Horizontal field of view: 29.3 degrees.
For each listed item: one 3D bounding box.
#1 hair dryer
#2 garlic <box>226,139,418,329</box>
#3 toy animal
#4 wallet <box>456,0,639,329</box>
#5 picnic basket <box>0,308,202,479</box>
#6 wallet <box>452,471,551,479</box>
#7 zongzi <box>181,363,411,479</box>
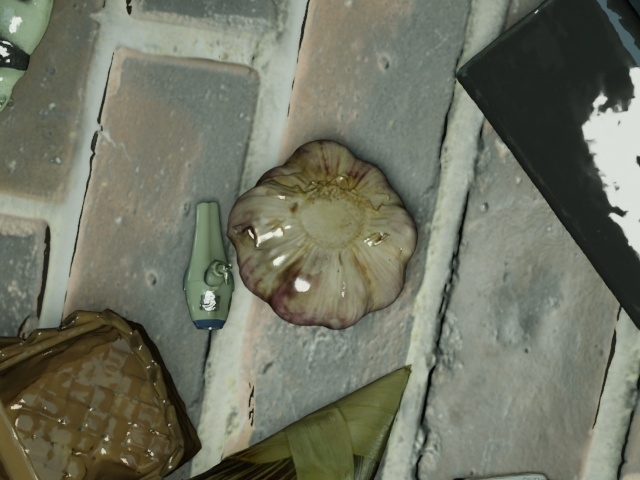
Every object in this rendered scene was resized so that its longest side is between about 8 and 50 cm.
[{"bbox_3d":[-0.137,0.008,1.545,0.067,0.199,0.167,-2,64,-12],"label":"hair dryer"},{"bbox_3d":[0.000,0.000,1.527,0.245,0.160,0.245,4,68,-10],"label":"garlic"},{"bbox_3d":[-0.432,-0.276,1.639,0.121,0.094,0.225,21,91,0],"label":"toy animal"},{"bbox_3d":[0.367,-0.110,1.495,0.228,0.062,0.406,-37,82,27],"label":"wallet"},{"bbox_3d":[-0.318,0.231,1.499,0.291,0.321,0.254,-28,81,6],"label":"picnic basket"},{"bbox_3d":[0.225,0.409,1.529,0.170,0.069,0.231,-1,92,-8],"label":"wallet"},{"bbox_3d":[-0.028,0.259,1.470,0.154,0.289,0.317,31,90,26],"label":"zongzi"}]
